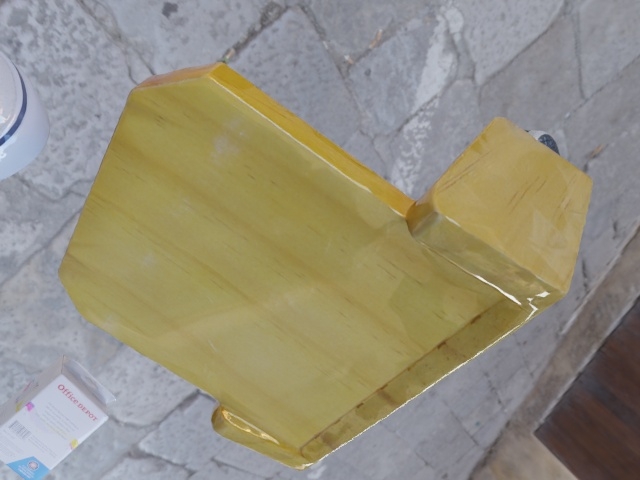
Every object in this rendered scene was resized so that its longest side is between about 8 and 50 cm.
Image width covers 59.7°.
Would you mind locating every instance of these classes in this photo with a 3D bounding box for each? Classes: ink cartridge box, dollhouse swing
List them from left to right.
[{"bbox_3d":[-0.365,0.235,0.765,0.143,0.090,0.092,-41,111,-14],"label":"ink cartridge box"},{"bbox_3d":[0.000,0.000,0.537,0.347,0.305,0.315,-50,176,39],"label":"dollhouse swing"}]

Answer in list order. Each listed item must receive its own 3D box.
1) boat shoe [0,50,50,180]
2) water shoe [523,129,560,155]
[{"bbox_3d":[-0.378,-0.189,0.455,0.136,0.367,0.156,-44,158,-17],"label":"boat shoe"},{"bbox_3d":[0.282,-0.080,0.754,0.073,0.080,0.203,-53,138,-15],"label":"water shoe"}]
